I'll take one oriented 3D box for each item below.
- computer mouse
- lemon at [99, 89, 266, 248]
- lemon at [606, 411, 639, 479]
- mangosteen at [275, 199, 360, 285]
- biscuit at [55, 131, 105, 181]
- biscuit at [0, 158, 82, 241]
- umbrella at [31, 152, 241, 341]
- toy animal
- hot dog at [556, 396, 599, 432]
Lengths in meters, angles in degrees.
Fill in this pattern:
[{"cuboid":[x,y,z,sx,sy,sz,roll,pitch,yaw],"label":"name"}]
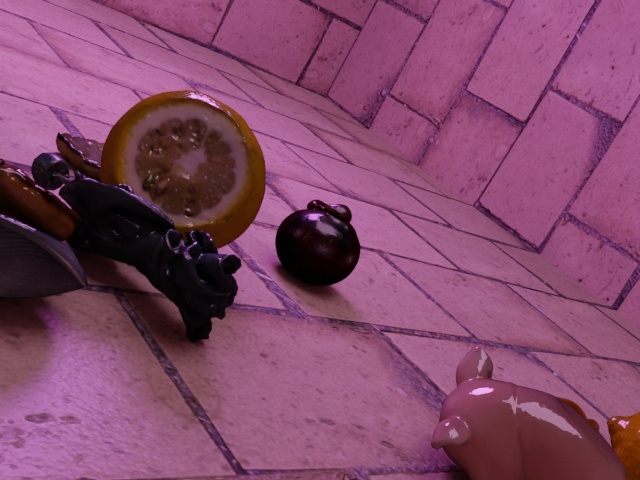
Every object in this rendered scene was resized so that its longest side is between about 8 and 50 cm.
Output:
[{"cuboid":[-0.416,-0.024,0.850,0.379,0.090,0.167,28,-10,-15],"label":"computer mouse"},{"cuboid":[-0.202,-0.094,1.245,0.240,0.240,0.219,27,-10,-8],"label":"lemon"},{"cuboid":[0.519,0.342,1.226,0.244,0.187,0.187,38,17,13],"label":"lemon"},{"cuboid":[0.000,0.000,1.446,0.152,0.152,0.152,27,16,-8],"label":"mangosteen"},{"cuboid":[-0.311,-0.112,1.454,0.187,0.036,0.273,39,18,32],"label":"biscuit"},{"cuboid":[-0.390,-0.064,1.029,0.299,0.045,0.154,20,-18,47],"label":"biscuit"},{"cuboid":[-0.248,-0.007,1.065,0.348,0.143,0.094,35,35,21],"label":"umbrella"},{"cuboid":[0.263,0.265,1.065,0.250,0.154,0.166,28,24,4],"label":"toy animal"},{"cuboid":[0.331,0.282,1.288,0.269,0.072,0.109,16,22,-35],"label":"hot dog"}]
